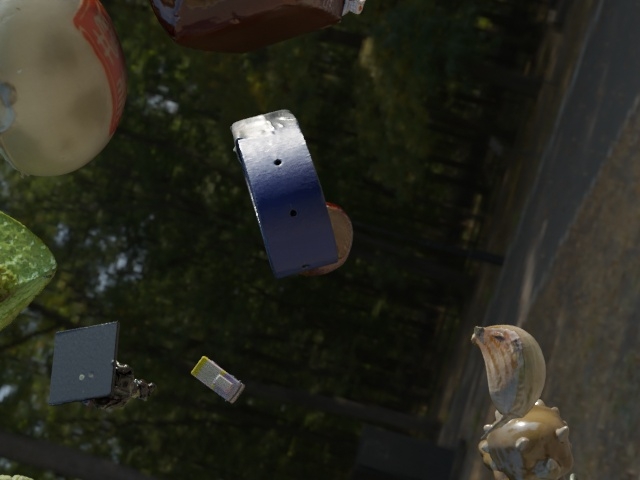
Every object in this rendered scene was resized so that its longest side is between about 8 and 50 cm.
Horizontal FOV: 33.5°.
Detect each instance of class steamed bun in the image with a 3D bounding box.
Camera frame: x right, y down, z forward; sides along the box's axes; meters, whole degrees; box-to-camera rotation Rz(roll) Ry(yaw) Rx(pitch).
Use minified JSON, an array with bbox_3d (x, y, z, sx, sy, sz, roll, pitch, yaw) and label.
[{"bbox_3d":[-0.456,-0.303,1.795,0.374,0.241,0.374,159,90,-88],"label":"steamed bun"},{"bbox_3d":[-0.103,-0.401,1.431,0.379,0.235,0.248,-24,-80,-75],"label":"steamed bun"}]

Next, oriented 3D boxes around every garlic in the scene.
[{"bbox_3d":[0.334,0.244,1.880,0.090,0.128,0.198,28,-127,-57],"label":"garlic"}]

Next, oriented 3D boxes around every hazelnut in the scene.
[{"bbox_3d":[0.000,0.000,2.142,0.143,0.143,0.154,88,-154,-67],"label":"hazelnut"}]

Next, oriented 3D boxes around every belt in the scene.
[{"bbox_3d":[-0.064,-0.081,1.768,0.347,0.117,0.212,-110,5,-55],"label":"belt"}]

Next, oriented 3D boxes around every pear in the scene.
[{"bbox_3d":[-0.596,0.053,1.663,0.288,0.239,0.139,-35,-9,-34],"label":"pear"}]

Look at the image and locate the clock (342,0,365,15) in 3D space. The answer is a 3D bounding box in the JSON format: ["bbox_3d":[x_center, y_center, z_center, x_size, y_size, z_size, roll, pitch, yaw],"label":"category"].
[{"bbox_3d":[0.034,-0.434,1.765,0.041,0.087,0.129,-40,-43,-53],"label":"clock"}]

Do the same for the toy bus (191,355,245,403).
[{"bbox_3d":[-0.208,0.282,2.159,0.052,0.102,0.058,-54,-11,-7],"label":"toy bus"}]

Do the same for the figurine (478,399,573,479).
[{"bbox_3d":[0.400,0.392,2.078,0.247,0.177,0.173,-68,-27,-76],"label":"figurine"}]

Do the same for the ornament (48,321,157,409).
[{"bbox_3d":[-0.419,0.281,2.136,0.196,0.153,0.166,41,-136,-53],"label":"ornament"}]

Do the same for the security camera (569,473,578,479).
[{"bbox_3d":[0.366,0.403,1.705,0.058,0.092,0.058,-6,-90,-67],"label":"security camera"}]

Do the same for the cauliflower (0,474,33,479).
[{"bbox_3d":[-0.547,0.511,1.798,0.281,0.327,0.260,-45,-52,-43],"label":"cauliflower"}]
